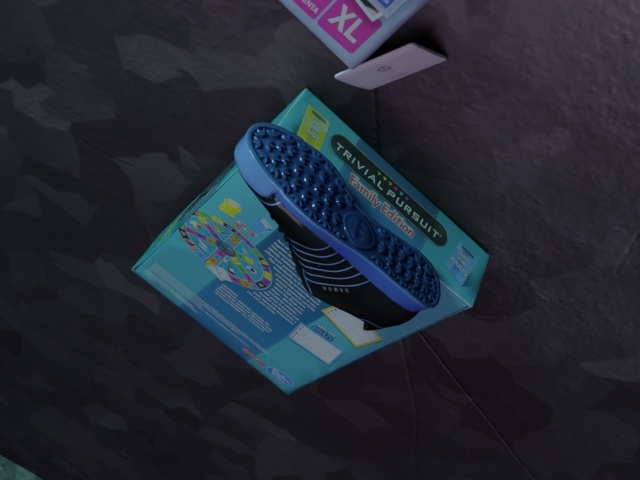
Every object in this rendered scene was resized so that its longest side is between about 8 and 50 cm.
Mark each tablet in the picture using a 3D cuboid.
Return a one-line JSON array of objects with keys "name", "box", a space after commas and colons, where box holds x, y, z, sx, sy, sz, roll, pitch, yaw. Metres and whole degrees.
[{"name": "tablet", "box": [0.059, -0.146, 0.645, 0.083, 0.006, 0.054, -15, 168, 39]}]

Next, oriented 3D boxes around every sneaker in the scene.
[{"name": "sneaker", "box": [0.000, 0.000, 0.675, 0.232, 0.081, 0.090, 43, 130, -17]}]

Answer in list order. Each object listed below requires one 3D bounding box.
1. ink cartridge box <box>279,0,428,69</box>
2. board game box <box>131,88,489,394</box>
[{"name": "ink cartridge box", "box": [0.055, -0.272, 0.507, 0.186, 0.065, 0.311, 41, 137, -14]}, {"name": "board game box", "box": [-0.027, 0.025, 0.840, 0.254, 0.079, 0.336, 41, 138, -13]}]
